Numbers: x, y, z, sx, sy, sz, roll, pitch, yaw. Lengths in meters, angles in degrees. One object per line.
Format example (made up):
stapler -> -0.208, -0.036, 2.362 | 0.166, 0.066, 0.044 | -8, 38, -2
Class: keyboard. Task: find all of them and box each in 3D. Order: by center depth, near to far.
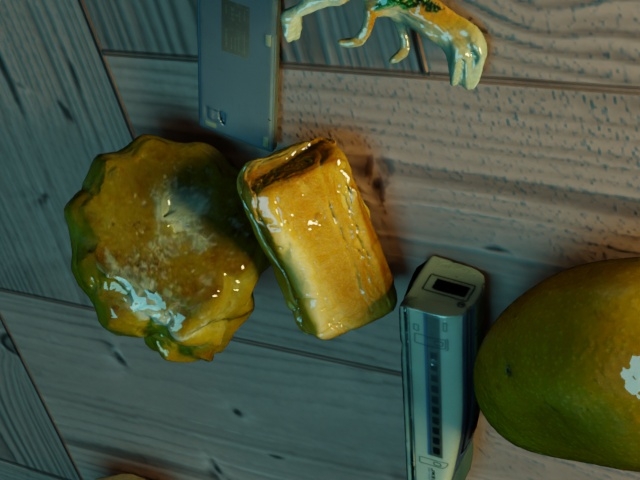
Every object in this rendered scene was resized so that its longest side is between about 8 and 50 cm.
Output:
keyboard -> -0.049, -0.129, 0.826 | 0.055, 0.014, 0.176 | 24, 139, 19

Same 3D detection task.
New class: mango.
mango -> 0.164, 0.076, 0.791 | 0.136, 0.099, 0.227 | 41, 151, -12

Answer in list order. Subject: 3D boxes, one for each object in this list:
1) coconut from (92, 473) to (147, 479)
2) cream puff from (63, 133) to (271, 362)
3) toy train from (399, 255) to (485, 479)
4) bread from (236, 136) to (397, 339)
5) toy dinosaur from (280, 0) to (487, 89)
coconut -> -0.183, 0.292, 1.238 | 0.147, 0.147, 0.152 | 20, 144, 24
cream puff -> -0.098, 0.010, 0.917 | 0.146, 0.146, 0.116 | 34, 159, 8
toy train -> 0.086, 0.122, 0.930 | 0.048, 0.055, 0.252 | 12, 135, 18
bread -> 0.000, 0.000, 0.862 | 0.132, 0.074, 0.053 | 65, 175, -32
toy dinosaur -> 0.025, -0.160, 0.723 | 0.106, 0.044, 0.187 | -4, 112, 25
